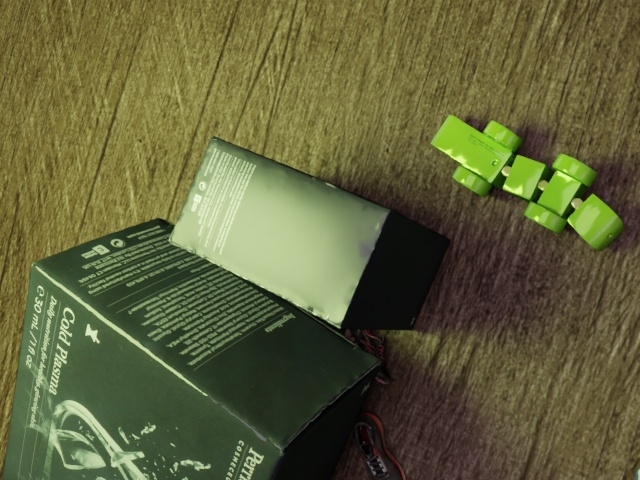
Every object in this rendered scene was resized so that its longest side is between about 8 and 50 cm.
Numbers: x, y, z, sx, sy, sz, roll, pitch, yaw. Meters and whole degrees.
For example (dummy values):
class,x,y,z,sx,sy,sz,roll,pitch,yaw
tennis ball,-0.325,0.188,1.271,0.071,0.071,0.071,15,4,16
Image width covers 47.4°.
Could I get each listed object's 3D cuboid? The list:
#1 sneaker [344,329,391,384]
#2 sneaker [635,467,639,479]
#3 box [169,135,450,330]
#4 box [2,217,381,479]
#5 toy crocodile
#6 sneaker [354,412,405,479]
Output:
class,x,y,z,sx,sy,sz,roll,pitch,yaw
sneaker,0.093,0.194,1.273,0.057,0.047,0.119,-36,73,5
sneaker,0.427,0.459,1.076,0.296,0.111,0.131,-47,52,11
box,0.000,0.000,1.168,0.312,0.343,0.179,25,94,24
box,-0.227,0.299,1.179,0.471,0.297,0.480,30,119,20
toy crocodile,0.327,-0.100,1.173,0.340,0.105,0.115,33,99,28
sneaker,0.091,0.375,1.239,0.061,0.065,0.158,-31,73,18
